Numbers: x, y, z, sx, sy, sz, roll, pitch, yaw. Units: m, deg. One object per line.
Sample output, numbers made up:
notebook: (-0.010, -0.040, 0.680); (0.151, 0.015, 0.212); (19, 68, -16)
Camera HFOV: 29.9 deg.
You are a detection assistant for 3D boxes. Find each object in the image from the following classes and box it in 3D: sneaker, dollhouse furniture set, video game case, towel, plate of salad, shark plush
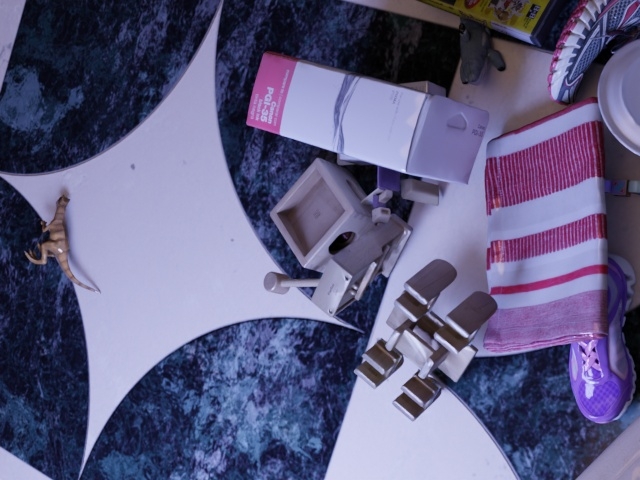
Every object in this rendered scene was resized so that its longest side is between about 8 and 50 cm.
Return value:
sneaker: (0.414, -0.313, 1.661); (0.112, 0.121, 0.299); (32, 113, 1)
dollhouse furniture set: (0.121, -0.051, 1.838); (0.081, 0.114, 0.091); (138, 138, -56)
video game case: (0.284, -0.446, 1.769); (0.248, 0.035, 0.275); (28, 87, 33)
towel: (0.309, -0.015, 1.665); (0.237, 0.037, 0.329); (-20, 64, 58)
dollhouse furniture set: (0.136, 0.099, 1.779); (0.242, 0.161, 0.212); (40, 134, 16)
plate of salad: (0.471, -0.186, 1.610); (0.200, 0.048, 0.199); (-1, 67, 1)
sneaker: (0.374, 0.133, 1.645); (0.095, 0.104, 0.236); (-1, 86, 32)
shark plush: (0.232, -0.310, 1.805); (0.073, 0.067, 0.161); (-3, 84, 34)

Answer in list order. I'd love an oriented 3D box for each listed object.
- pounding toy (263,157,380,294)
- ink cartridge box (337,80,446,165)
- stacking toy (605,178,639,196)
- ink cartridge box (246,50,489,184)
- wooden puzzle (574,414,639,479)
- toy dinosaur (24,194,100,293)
pounding toy: (0.001, 0.010, 1.902); (0.206, 0.094, 0.181); (-49, 52, 21)
ink cartridge box: (0.095, -0.180, 1.883); (0.198, 0.067, 0.115); (-3, 85, 33)
stacking toy: (0.420, -0.075, 1.666); (0.221, 0.052, 0.167); (3, 87, 33)
ink cartridge box: (0.070, -0.177, 1.736); (0.283, 0.207, 0.117); (20, 98, 32)
wooden puzzle: (0.452, 0.452, 1.584); (0.322, 0.080, 0.348); (-51, 57, 19)
toy dinosaur: (-0.495, 0.017, 2.262); (0.112, 0.064, 0.211); (-22, 74, 29)
